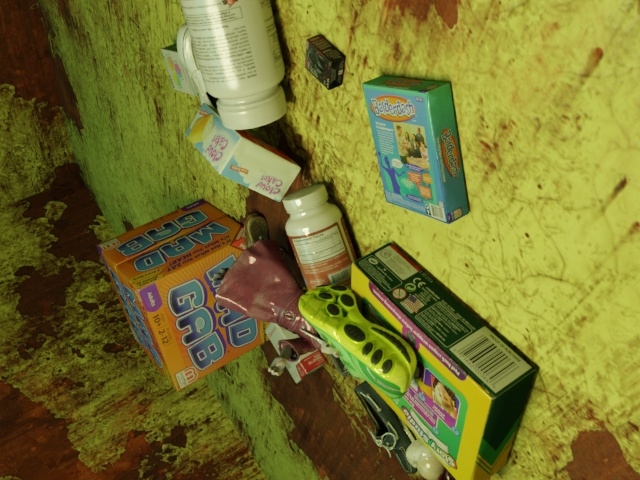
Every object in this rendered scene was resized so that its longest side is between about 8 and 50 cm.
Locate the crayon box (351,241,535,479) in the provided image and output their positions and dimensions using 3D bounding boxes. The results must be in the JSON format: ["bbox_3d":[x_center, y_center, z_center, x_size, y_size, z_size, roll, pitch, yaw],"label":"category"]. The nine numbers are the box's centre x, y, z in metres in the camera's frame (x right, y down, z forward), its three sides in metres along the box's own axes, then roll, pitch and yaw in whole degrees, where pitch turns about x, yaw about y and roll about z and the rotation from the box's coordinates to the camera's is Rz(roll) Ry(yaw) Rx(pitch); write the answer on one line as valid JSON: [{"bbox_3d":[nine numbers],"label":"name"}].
[{"bbox_3d":[0.201,0.232,1.277,0.363,0.106,0.313,45,151,37],"label":"crayon box"}]

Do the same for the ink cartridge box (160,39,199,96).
[{"bbox_3d":[-0.341,-0.433,1.731,0.209,0.062,0.109,30,140,52],"label":"ink cartridge box"}]

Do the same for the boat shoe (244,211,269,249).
[{"bbox_3d":[-0.170,0.004,1.844,0.060,0.064,0.177,42,142,49],"label":"boat shoe"}]

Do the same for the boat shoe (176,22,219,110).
[{"bbox_3d":[-0.245,-0.374,1.585,0.084,0.095,0.258,30,150,45],"label":"boat shoe"}]

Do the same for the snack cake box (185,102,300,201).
[{"bbox_3d":[-0.170,-0.191,1.469,0.152,0.089,0.264,26,-169,-34],"label":"snack cake box"}]

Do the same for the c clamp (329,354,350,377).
[{"bbox_3d":[0.035,0.273,1.718,0.160,0.022,0.137,63,159,-5],"label":"c clamp"}]

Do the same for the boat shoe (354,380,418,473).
[{"bbox_3d":[0.156,0.436,1.603,0.095,0.079,0.254,-3,112,64],"label":"boat shoe"}]

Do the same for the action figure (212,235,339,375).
[{"bbox_3d":[-0.068,0.172,1.620,0.370,0.248,0.276,37,175,13],"label":"action figure"}]

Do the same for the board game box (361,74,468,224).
[{"bbox_3d":[0.147,-0.144,1.073,0.160,0.047,0.210,27,138,53],"label":"board game box"}]

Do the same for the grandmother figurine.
[{"bbox_3d":[0.303,0.513,1.373,0.342,0.104,0.207,37,137,40],"label":"grandmother figurine"}]

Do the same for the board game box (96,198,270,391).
[{"bbox_3d":[-0.386,0.145,2.050,0.356,0.357,0.356,30,141,51],"label":"board game box"}]

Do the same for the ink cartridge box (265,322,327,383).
[{"bbox_3d":[-0.070,0.293,1.916,0.175,0.072,0.127,58,156,12],"label":"ink cartridge box"}]

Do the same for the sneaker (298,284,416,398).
[{"bbox_3d":[0.054,0.184,1.258,0.295,0.109,0.123,42,145,43],"label":"sneaker"}]

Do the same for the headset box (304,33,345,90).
[{"bbox_3d":[0.004,-0.313,1.203,0.083,0.032,0.062,48,152,27],"label":"headset box"}]

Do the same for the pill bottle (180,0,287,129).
[{"bbox_3d":[-0.158,-0.367,1.314,0.160,0.160,0.283,29,139,51],"label":"pill bottle"}]

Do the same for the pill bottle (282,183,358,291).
[{"bbox_3d":[0.000,0.000,1.422,0.121,0.121,0.216,9,122,61],"label":"pill bottle"}]
